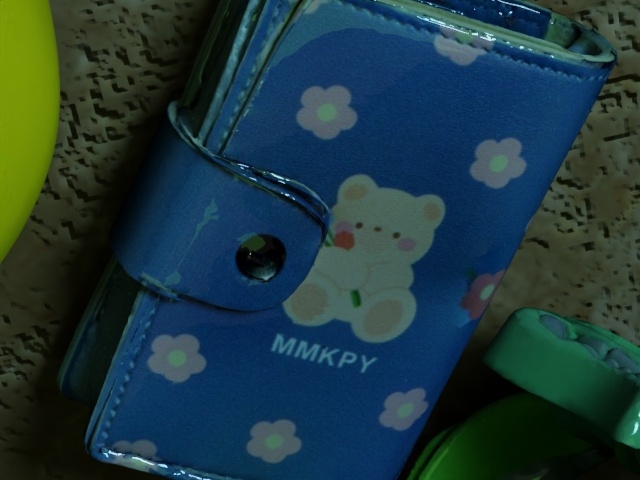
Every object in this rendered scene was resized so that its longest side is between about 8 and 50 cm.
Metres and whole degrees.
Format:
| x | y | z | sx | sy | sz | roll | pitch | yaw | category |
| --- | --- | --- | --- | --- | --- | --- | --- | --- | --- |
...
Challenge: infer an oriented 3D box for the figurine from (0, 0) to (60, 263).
| x | y | z | sx | sy | sz | roll | pitch | yaw | category |
| --- | --- | --- | --- | --- | --- | --- | --- | --- | --- |
| -0.232 | -0.012 | 0.519 | 0.343 | 0.187 | 0.215 | -36 | 81 | -16 | figurine |

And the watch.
| x | y | z | sx | sy | sz | roll | pitch | yaw | category |
| --- | --- | --- | --- | --- | --- | --- | --- | --- | --- |
| 0.101 | 0.115 | 0.714 | 0.131 | 0.165 | 0.152 | 27 | 94 | -42 | watch |

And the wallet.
| x | y | z | sx | sy | sz | roll | pitch | yaw | category |
| --- | --- | --- | --- | --- | --- | --- | --- | --- | --- |
| 0.000 | 0.001 | 0.693 | 0.141 | 0.059 | 0.202 | 16 | 116 | -18 | wallet |
